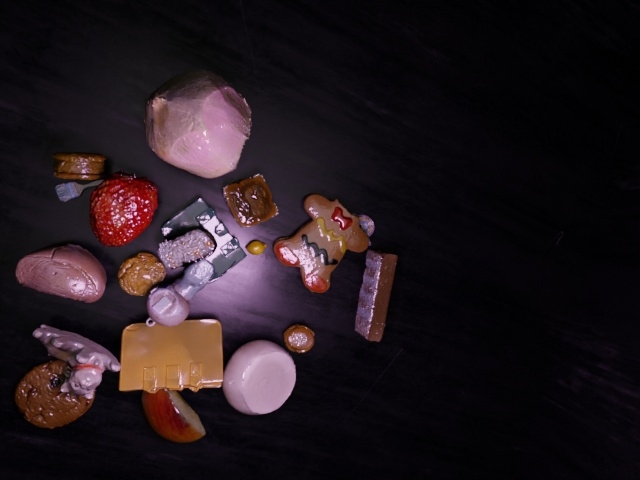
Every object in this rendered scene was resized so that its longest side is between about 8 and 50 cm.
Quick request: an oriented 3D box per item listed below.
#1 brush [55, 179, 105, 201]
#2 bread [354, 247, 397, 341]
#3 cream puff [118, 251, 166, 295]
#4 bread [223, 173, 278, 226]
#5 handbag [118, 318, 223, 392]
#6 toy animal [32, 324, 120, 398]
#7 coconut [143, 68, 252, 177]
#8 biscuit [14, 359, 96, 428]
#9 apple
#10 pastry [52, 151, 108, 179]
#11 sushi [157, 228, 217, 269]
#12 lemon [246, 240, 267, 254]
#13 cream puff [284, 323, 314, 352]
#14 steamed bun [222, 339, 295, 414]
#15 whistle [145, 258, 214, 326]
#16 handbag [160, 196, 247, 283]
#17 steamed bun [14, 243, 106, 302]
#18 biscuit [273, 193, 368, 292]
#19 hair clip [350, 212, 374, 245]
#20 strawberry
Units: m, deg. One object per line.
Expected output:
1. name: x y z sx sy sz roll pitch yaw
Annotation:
1. brush: -0.948 -0.214 1.752 0.197 0.021 0.070 -20 102 -14
2. bread: 0.255 0.253 2.071 0.113 0.165 0.416 9 92 -18
3. cream puff: -0.731 0.141 1.795 0.189 0.129 0.188 -2 99 -14
4. bread: -0.302 -0.168 1.896 0.192 0.110 0.209 -24 101 -14
5. handbag: -0.607 0.484 1.812 0.401 0.133 0.282 1 59 -16
6. toy animal: -0.978 0.470 1.703 0.308 0.266 0.188 26 94 -35
7. coconut: -0.485 -0.454 1.666 0.405 0.404 0.404 -2 96 -16
8. biscuit: -1.073 0.623 1.773 0.296 0.075 0.295 -1 94 -16
9. apple: -0.639 0.728 1.869 0.254 0.179 0.346 -26 104 27
10. pastry: -0.914 -0.286 1.671 0.189 0.189 0.103 0 101 -16
11. sushi: -0.529 0.030 1.754 0.225 0.126 0.136 -20 104 -11
12. lemon: -0.283 0.032 1.946 0.092 0.065 0.065 -12 99 -12
13. cream puff: -0.101 0.451 2.020 0.144 0.103 0.126 16 78 -17
14. steamed bun: -0.275 0.591 1.913 0.325 0.206 0.324 -4 96 -39
15. whistle: -0.574 0.218 1.798 0.348 0.189 0.189 -46 106 -14
16. handbag: -0.499 0.004 1.870 0.238 0.089 0.326 -39 105 -11
17. steamed bun: -0.968 0.110 1.676 0.301 0.251 0.199 19 79 -20
18. biscuit: 0.000 0.000 1.996 0.368 0.076 0.394 45 86 -9
19. hair clip: 0.204 -0.057 2.088 0.116 0.049 0.172 -14 95 -18
20. strawberry: -0.766 -0.112 1.693 0.239 0.250 0.288 13 70 -20
